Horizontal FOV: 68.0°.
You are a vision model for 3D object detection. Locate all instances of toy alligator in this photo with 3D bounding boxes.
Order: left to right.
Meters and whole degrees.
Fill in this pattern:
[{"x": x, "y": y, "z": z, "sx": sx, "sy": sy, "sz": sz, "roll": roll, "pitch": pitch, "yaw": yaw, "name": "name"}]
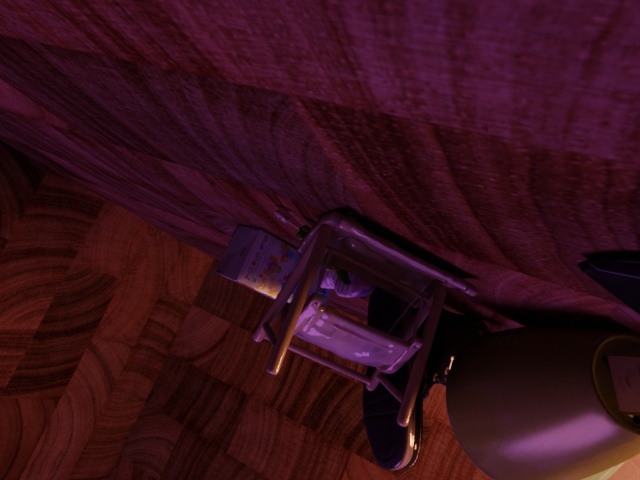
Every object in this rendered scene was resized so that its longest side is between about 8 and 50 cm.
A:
[{"x": 0.000, "y": 0.000, "z": 0.854, "sx": 0.190, "sy": 0.051, "sz": 0.056, "roll": 46, "pitch": 165, "yaw": -6, "name": "toy alligator"}]

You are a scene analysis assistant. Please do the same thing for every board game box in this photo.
[{"x": -0.113, "y": 0.086, "z": 1.272, "sx": 0.275, "sy": 0.145, "sz": 0.142, "roll": 32, "pitch": 168, "yaw": -32, "name": "board game box"}]

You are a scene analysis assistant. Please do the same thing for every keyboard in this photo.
[{"x": 0.415, "y": 0.092, "z": 0.450, "sx": 0.317, "sy": 0.033, "sz": 0.201, "roll": 28, "pitch": 175, "yaw": -26, "name": "keyboard"}]

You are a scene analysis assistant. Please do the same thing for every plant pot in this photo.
[{"x": 0.386, "y": 0.243, "z": 0.748, "sx": 0.274, "sy": 0.275, "sz": 0.294, "roll": 24, "pitch": 152, "yaw": 0, "name": "plant pot"}]

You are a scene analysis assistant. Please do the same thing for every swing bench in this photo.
[{"x": 0.065, "y": 0.115, "z": 0.768, "sx": 0.253, "sy": 0.255, "sz": 0.165, "roll": 28, "pitch": 178, "yaw": -17, "name": "swing bench"}]

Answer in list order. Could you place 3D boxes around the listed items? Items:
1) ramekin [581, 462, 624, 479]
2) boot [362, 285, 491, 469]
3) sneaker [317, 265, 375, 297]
[{"x": 0.533, "y": 0.387, "z": 1.054, "sx": 0.303, "sy": 0.148, "sz": 0.303, "roll": 35, "pitch": -172, "yaw": -6, "name": "ramekin"}, {"x": 0.232, "y": 0.274, "z": 0.959, "sx": 0.284, "sy": 0.378, "sz": 0.138, "roll": 23, "pitch": 137, "yaw": -23, "name": "boot"}, {"x": 0.074, "y": 0.073, "z": 0.968, "sx": 0.104, "sy": 0.095, "sz": 0.236, "roll": 19, "pitch": 176, "yaw": -13, "name": "sneaker"}]
